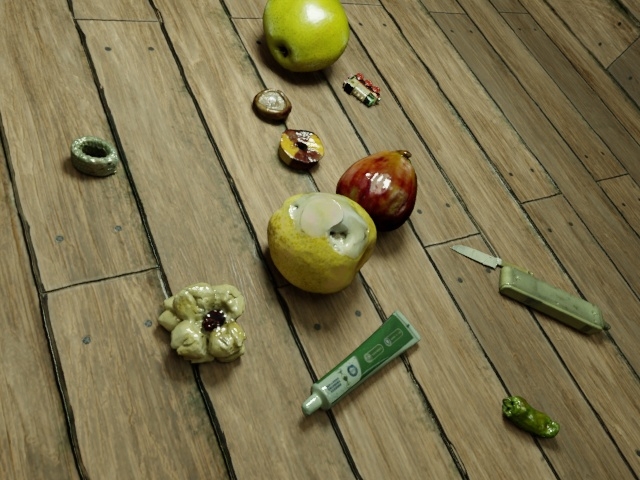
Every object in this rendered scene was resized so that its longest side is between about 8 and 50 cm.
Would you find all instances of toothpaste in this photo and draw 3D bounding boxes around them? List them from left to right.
[{"bbox_3d":[0.098,0.292,1.192,0.392,0.061,0.098,-28,73,-38],"label":"toothpaste"}]

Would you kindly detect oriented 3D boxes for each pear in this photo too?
[{"bbox_3d":[-0.050,-0.691,1.633,0.294,0.294,0.294,12,55,-17],"label":"pear"},{"bbox_3d":[0.000,0.000,1.239,0.271,0.271,0.271,12,55,-17],"label":"pear"}]

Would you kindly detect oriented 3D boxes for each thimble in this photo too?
[{"bbox_3d":[-0.551,-0.204,1.222,0.110,0.062,0.084,22,53,-9],"label":"thimble"}]

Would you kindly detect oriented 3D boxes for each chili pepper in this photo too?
[{"bbox_3d":[0.515,0.437,1.275,0.204,0.073,0.072,34,33,-15],"label":"chili pepper"}]

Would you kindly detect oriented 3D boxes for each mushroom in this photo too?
[{"bbox_3d":[-0.149,-0.419,1.549,0.123,0.052,0.123,9,52,-11],"label":"mushroom"}]

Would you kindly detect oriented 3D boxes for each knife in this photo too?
[{"bbox_3d":[0.540,0.067,1.561,0.298,0.017,0.047,22,59,-10],"label":"knife"}]

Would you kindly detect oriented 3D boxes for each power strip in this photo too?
[{"bbox_3d":[0.721,0.192,1.535,0.388,0.066,0.092,25,51,-5],"label":"power strip"}]

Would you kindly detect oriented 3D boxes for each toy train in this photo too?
[{"bbox_3d":[0.147,-0.528,1.755,0.138,0.050,0.087,41,56,3],"label":"toy train"}]

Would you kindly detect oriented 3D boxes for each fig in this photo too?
[{"bbox_3d":[0.170,-0.141,1.415,0.224,0.224,0.263,43,49,7],"label":"fig"}]

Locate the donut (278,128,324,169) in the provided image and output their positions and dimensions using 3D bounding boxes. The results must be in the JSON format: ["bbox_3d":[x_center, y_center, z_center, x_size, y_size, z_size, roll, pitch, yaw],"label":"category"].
[{"bbox_3d":[-0.059,-0.271,1.487,0.141,0.059,0.140,12,55,-18],"label":"donut"}]

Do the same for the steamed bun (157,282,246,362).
[{"bbox_3d":[-0.251,0.170,1.084,0.192,0.106,0.177,3,57,-21],"label":"steamed bun"}]
